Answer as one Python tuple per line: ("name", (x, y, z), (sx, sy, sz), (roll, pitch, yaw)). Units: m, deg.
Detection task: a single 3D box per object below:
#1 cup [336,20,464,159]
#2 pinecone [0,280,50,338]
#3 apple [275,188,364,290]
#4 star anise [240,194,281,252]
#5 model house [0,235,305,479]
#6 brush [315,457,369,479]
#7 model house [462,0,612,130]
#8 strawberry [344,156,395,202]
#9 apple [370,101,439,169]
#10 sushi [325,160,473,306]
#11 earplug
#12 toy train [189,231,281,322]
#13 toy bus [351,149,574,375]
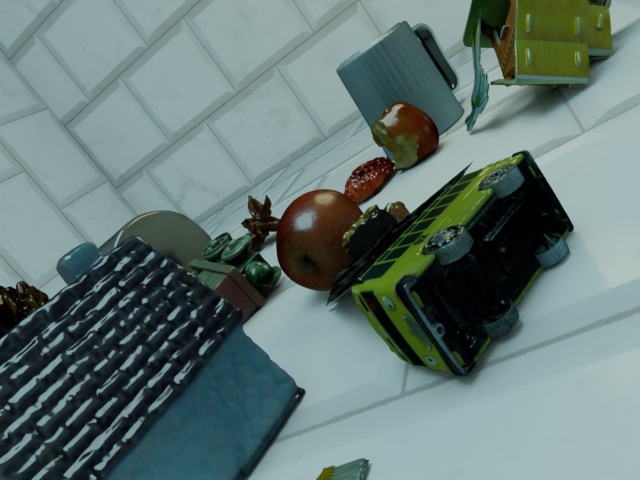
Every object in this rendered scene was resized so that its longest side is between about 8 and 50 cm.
("cup", (0.252, -0.456, 1.586), (0.331, 0.311, 0.257), (-35, 14, 3))
("pinecone", (-0.691, 0.303, 1.283), (0.397, 0.398, 0.398), (-34, 14, 10))
("apple", (0.000, 0.000, 1.003), (0.181, 0.181, 0.168), (-24, 21, 41))
("star anise", (-0.191, -0.040, 1.720), (0.212, 0.111, 0.196), (35, 91, 44))
("model house", (-0.284, 0.206, 0.691), (0.297, 0.339, 0.360), (-18, 23, 47))
("brush", (-0.042, 0.275, 0.552), (0.205, 0.011, 0.083), (-29, 17, 30))
("model house", (0.489, -0.388, 1.220), (0.300, 0.340, 0.324), (3, 48, 0))
("strawberry", (0.123, -0.170, 1.455), (0.121, 0.082, 0.188), (-24, 21, 50))
("apple", (0.219, -0.278, 1.412), (0.147, 0.158, 0.156), (-34, 10, 0))
("sushi", (0.094, -0.014, 0.844), (0.264, 0.050, 0.290), (-39, -11, -9))
("earplug", (-0.498, 0.134, 1.501), (0.394, 0.312, 0.312), (-28, 16, 40))
("toy train", (-0.230, 0.102, 1.280), (0.221, 0.150, 0.304), (-48, 23, -20))
("toy bus", (0.163, 0.025, 0.635), (0.262, 0.128, 0.150), (-42, 13, -30))
